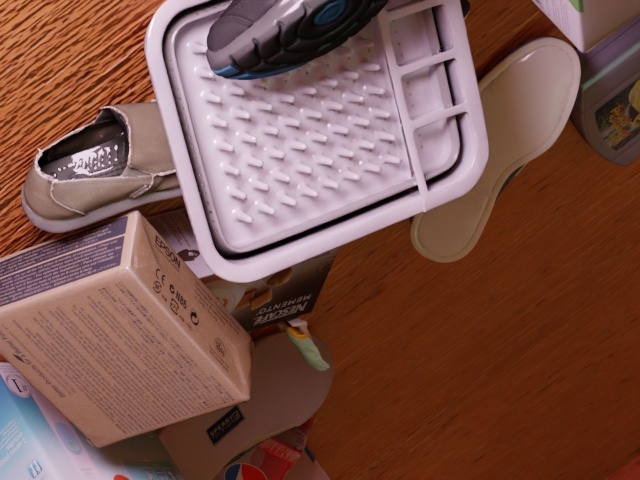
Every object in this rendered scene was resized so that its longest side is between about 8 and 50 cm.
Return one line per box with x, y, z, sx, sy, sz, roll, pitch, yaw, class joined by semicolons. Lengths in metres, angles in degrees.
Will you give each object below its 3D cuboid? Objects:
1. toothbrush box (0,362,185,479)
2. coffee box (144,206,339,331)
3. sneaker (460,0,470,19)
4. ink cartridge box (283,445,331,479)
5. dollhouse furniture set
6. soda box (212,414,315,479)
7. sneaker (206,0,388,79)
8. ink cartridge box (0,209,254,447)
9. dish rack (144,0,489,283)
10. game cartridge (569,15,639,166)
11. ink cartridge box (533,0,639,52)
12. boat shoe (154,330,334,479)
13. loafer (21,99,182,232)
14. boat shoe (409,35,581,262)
-0.263;0.287;2.047;0.126;0.295;0.216;-46;151;22;toothbrush box
-0.114;0.034;2.020;0.246;0.098;0.141;-16;148;-33;coffee box
0.122;-0.238;1.919;0.083;0.031;0.035;-22;150;-24;sneaker
-0.023;0.358;2.614;0.082;0.139;0.191;-35;154;-4;ink cartridge box
-0.056;0.109;2.164;0.058;0.151;0.076;-32;122;-11;dollhouse furniture set
-0.107;0.316;2.473;0.263;0.083;0.092;-54;-170;35;soda box
0.016;-0.280;1.622;0.341;0.139;0.125;-42;163;15;sneaker
-0.207;0.094;1.865;0.193;0.088;0.235;-17;135;22;ink cartridge box
-0.008;-0.138;1.764;0.333;0.072;0.285;-23;110;-25;dish rack
0.399;-0.195;2.291;0.196;0.060;0.294;-34;154;8;game cartridge
0.204;-0.305;1.698;0.092;0.219;0.160;-35;155;-6;ink cartridge box
-0.141;0.218;2.305;0.158;0.127;0.340;-13;-168;47;boat shoe
-0.168;-0.087;1.763;0.251;0.094;0.087;-27;157;-15;loafer
0.201;-0.120;2.171;0.319;0.116;0.099;-60;-172;29;boat shoe
